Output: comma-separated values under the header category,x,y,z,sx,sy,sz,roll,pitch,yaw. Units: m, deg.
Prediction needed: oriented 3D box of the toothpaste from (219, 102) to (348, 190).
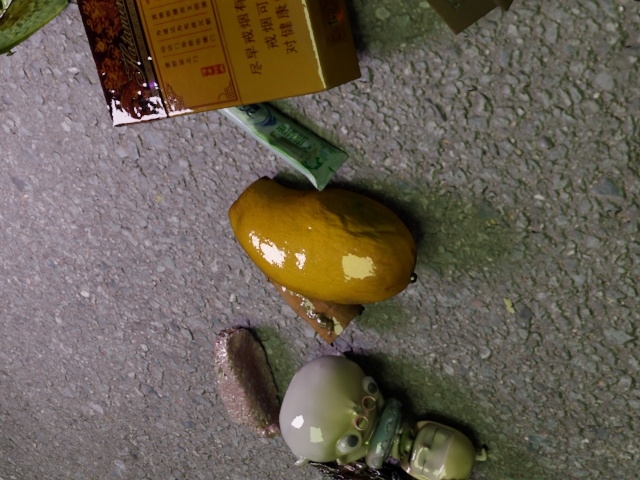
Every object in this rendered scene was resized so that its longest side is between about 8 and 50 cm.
category,x,y,z,sx,sy,sz,roll,pitch,yaw
toothpaste,-0.096,-0.194,1.471,0.297,0.075,0.048,35,173,5

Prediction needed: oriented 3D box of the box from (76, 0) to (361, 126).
category,x,y,z,sx,sy,sz,roll,pitch,yaw
box,-0.166,-0.327,1.340,0.415,0.116,0.264,-5,108,33

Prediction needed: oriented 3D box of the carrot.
category,x,y,z,sx,sy,sz,roll,pitch,yaw
carrot,-0.042,0.068,1.618,0.263,0.102,0.102,44,134,3

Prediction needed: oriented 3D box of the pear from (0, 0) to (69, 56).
category,x,y,z,sx,sy,sz,roll,pitch,yaw
pear,-0.534,-0.475,1.451,0.282,0.176,0.286,51,134,-6

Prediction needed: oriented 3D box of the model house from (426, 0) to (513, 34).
category,x,y,z,sx,sy,sz,roll,pitch,yaw
model house,0.205,-0.407,1.085,0.248,0.176,0.181,-33,144,20

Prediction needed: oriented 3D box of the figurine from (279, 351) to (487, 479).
category,x,y,z,sx,sy,sz,roll,pitch,yaw
figurine,0.119,0.364,1.699,0.394,0.226,0.274,20,162,3

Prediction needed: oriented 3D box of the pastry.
category,x,y,z,sx,sy,sz,roll,pitch,yaw
pastry,-0.151,0.287,1.828,0.112,0.103,0.265,-3,119,41

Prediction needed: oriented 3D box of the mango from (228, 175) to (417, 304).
category,x,y,z,sx,sy,sz,roll,pitch,yaw
mango,-0.002,0.003,1.494,0.359,0.144,0.187,12,97,29

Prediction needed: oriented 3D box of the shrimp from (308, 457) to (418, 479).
category,x,y,z,sx,sy,sz,roll,pitch,yaw
shrimp,0.110,0.472,1.754,0.365,0.071,0.233,13,171,31
